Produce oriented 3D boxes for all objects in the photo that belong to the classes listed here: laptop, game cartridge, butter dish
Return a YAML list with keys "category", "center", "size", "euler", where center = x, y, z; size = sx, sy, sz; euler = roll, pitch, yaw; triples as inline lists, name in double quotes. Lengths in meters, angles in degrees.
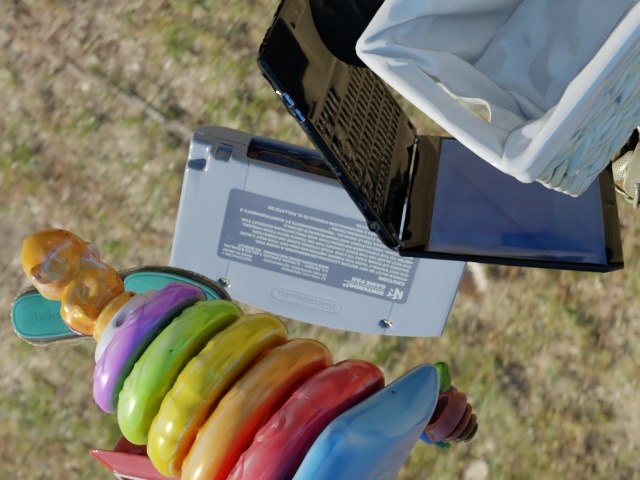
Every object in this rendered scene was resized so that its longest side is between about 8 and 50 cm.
- category: "laptop"
  center: [0.093, -0.096, 1.247]
  size: [0.136, 0.234, 0.264]
  euler: [-30, 107, 18]
- category: "game cartridge"
  center: [0.000, 0.000, 1.730]
  size: [0.297, 0.062, 0.198]
  euler: [15, 136, -1]
- category: "butter dish"
  center: [-0.147, 0.230, 1.875]
  size: [0.160, 0.118, 0.160]
  euler: [8, 156, 22]

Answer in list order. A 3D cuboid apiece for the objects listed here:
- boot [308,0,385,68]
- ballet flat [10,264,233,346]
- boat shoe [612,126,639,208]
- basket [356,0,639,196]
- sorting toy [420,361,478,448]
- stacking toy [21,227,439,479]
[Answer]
- category: "boot"
  center: [0.209, -0.191, 1.187]
  size: [0.377, 0.284, 0.138]
  euler: [5, 109, 47]
- category: "ballet flat"
  center: [-0.165, 0.056, 1.468]
  size: [0.206, 0.067, 0.073]
  euler: [0, 93, 16]
- category: "boat shoe"
  center: [0.315, -0.077, 1.536]
  size: [0.120, 0.122, 0.324]
  euler: [-28, 86, -5]
- category: "basket"
  center: [0.119, -0.115, 0.822]
  size: [0.113, 0.103, 0.167]
  euler: [41, 97, 25]
- category: "sorting toy"
  center: [0.107, 0.148, 1.444]
  size: [0.042, 0.102, 0.061]
  euler: [35, 102, -16]
- category: "stacking toy"
  center: [-0.089, 0.089, 1.140]
  size: [0.302, 0.175, 0.165]
  euler: [36, 114, 15]
